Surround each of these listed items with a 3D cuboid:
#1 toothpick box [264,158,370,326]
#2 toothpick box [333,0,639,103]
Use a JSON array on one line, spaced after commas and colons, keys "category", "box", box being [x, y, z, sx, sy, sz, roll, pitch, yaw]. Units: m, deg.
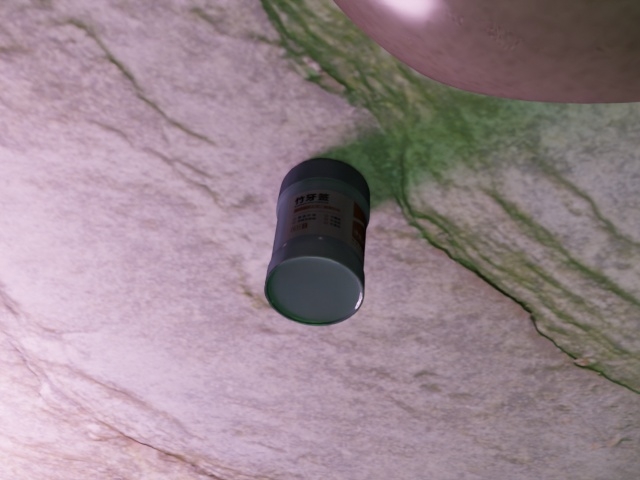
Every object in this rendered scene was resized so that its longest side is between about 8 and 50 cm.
[{"category": "toothpick box", "box": [0.000, 0.000, 0.920, 0.101, 0.153, 0.101, 2, 133, 3]}, {"category": "toothpick box", "box": [0.133, -0.309, 0.363, 0.409, 0.409, 0.425, -8, 120, 12]}]
